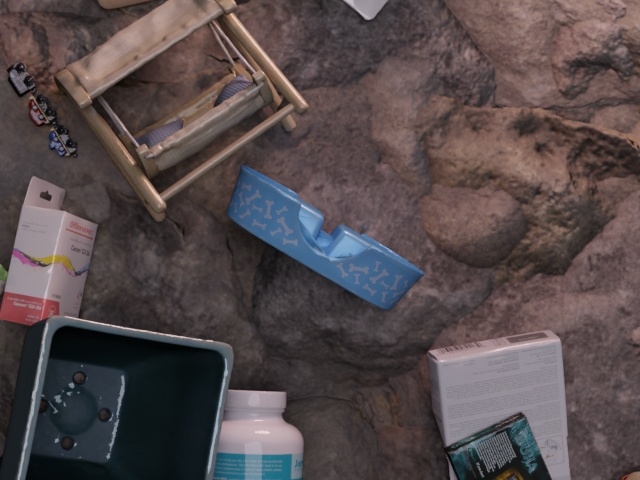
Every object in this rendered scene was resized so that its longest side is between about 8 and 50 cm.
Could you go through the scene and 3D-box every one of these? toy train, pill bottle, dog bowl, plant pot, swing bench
[{"bbox_3d":[-0.393,-0.180,1.828,0.036,0.027,0.158,-34,90,-6],"label":"toy train"},{"bbox_3d":[-0.097,0.336,1.769,0.146,0.146,0.264,3,86,-8],"label":"pill bottle"},{"bbox_3d":[0.000,0.000,1.808,0.297,0.166,0.074,31,94,-5],"label":"dog bowl"},{"bbox_3d":[-0.290,0.231,1.684,0.248,0.252,0.247,12,84,-26],"label":"plant pot"},{"bbox_3d":[-0.196,-0.202,1.789,0.253,0.165,0.255,-36,91,-9],"label":"swing bench"}]

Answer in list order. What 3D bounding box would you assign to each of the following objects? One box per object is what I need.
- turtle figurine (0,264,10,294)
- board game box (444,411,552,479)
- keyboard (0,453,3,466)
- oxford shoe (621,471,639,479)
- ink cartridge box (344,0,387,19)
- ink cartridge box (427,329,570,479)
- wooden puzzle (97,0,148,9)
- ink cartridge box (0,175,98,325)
[{"bbox_3d":[-0.548,0.096,1.682,0.266,0.198,0.275,-53,127,-23],"label":"turtle figurine"},{"bbox_3d":[0.270,0.355,1.860,0.126,0.026,0.186,-24,101,-5],"label":"board game box"},{"bbox_3d":[-0.433,0.372,1.726,0.100,0.038,0.192,40,49,-5],"label":"keyboard"},{"bbox_3d":[0.450,0.412,1.877,0.348,0.123,0.130,-20,62,-8],"label":"oxford shoe"},{"bbox_3d":[0.113,-0.520,1.881,0.207,0.119,0.353,38,81,-4],"label":"ink cartridge box"},{"bbox_3d":[0.261,0.259,1.887,0.189,0.066,0.232,-9,108,-9],"label":"ink cartridge box"},{"bbox_3d":[-0.241,-0.469,1.869,0.221,0.044,0.239,-15,92,-9],"label":"wooden puzzle"},{"bbox_3d":[-0.364,0.021,1.765,0.067,0.115,0.198,9,84,14],"label":"ink cartridge box"}]
